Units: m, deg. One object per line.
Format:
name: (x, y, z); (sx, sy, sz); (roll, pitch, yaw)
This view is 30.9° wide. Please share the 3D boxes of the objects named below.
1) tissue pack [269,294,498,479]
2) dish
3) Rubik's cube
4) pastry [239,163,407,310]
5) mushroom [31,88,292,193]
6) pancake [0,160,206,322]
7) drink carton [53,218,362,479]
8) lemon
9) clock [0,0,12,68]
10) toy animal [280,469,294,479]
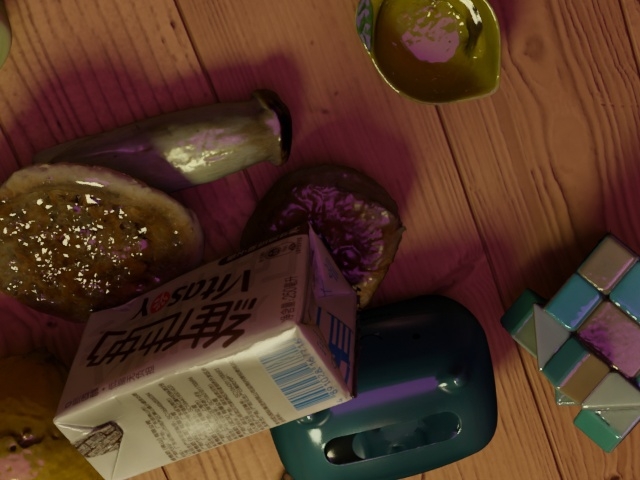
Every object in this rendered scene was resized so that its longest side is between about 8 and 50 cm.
tissue pack: (0.074, 0.192, 1.430); (0.287, 0.206, 0.198); (-11, 110, 0)
dish: (0.123, -0.246, 1.353); (0.207, 0.080, 0.149); (39, 105, -17)
Rubik's cube: (0.350, 0.118, 1.425); (0.224, 0.265, 0.213); (40, 100, 12)
pastry: (0.000, 0.000, 1.415); (0.182, 0.093, 0.192); (23, 113, -12)
mushroom: (-0.183, -0.100, 1.374); (0.312, 0.081, 0.100); (-15, 109, 2)
pancake: (-0.277, 0.005, 1.374); (0.282, 0.049, 0.282); (1, 135, 1)
drink carton: (-0.124, 0.127, 1.325); (0.324, 0.194, 0.132); (-23, 120, 18)
lemon: (-0.353, 0.265, 1.404); (0.228, 0.228, 0.254); (-19, 118, 1)
clock: (-0.506, -0.230, 1.233); (0.235, 0.096, 0.308); (-43, 132, 16)
toy animal: (-0.044, 0.412, 1.560); (0.170, 0.090, 0.255); (43, 98, -12)
